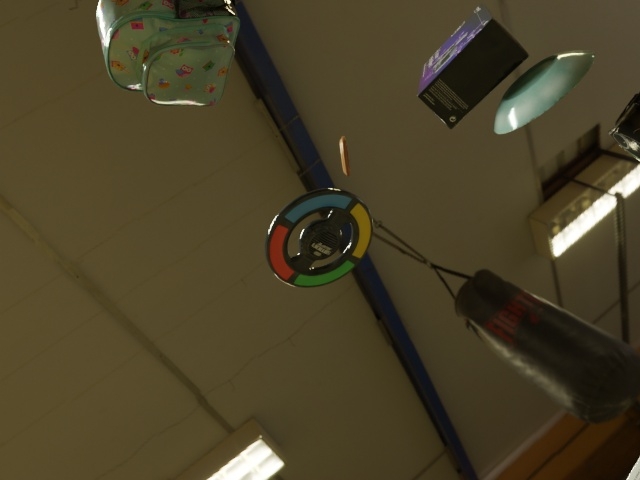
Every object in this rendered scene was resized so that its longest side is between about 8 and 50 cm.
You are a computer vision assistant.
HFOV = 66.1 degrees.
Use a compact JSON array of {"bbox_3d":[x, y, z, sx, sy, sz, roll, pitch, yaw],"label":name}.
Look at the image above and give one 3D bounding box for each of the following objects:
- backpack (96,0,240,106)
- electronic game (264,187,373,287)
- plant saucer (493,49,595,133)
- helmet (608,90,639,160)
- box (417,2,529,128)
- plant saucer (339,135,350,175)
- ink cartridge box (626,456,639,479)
[{"bbox_3d":[-0.222,-0.283,0.717,0.188,0.144,0.166,-4,-22,-24],"label":"backpack"},{"bbox_3d":[0.000,0.000,0.981,0.229,0.048,0.229,-12,-53,-17],"label":"electronic game"},{"bbox_3d":[0.372,-0.267,0.852,0.037,0.195,0.195,43,-92,-12],"label":"plant saucer"},{"bbox_3d":[0.607,-0.199,0.841,0.169,0.161,0.169,-48,-18,-21],"label":"helmet"},{"bbox_3d":[0.298,-0.360,0.993,0.103,0.261,0.184,42,-59,-12],"label":"box"},{"bbox_3d":[0.051,-0.176,1.032,0.013,0.083,0.083,-8,-59,6],"label":"plant saucer"},{"bbox_3d":[0.506,0.359,0.596,0.148,0.203,0.086,30,-90,-29],"label":"ink cartridge box"}]
